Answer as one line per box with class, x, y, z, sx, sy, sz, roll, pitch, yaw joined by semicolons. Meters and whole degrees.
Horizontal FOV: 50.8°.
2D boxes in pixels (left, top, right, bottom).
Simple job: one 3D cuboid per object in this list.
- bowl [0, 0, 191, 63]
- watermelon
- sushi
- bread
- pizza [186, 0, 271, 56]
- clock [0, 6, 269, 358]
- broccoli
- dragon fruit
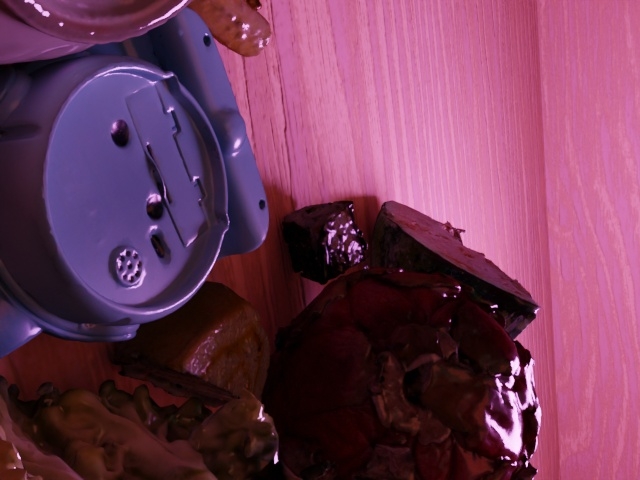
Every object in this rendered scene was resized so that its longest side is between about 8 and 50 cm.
bowl;-0.134;-0.199;0.325;0.337;0.157;0.337;-41;161;-18
watermelon;0.172;0.059;0.967;0.305;0.180;0.224;-125;-169;-62
sushi;0.001;-0.001;0.818;0.098;0.094;0.084;-28;112;-40
bread;-0.105;0.089;0.615;0.156;0.103;0.110;51;52;-58
pizza;-0.109;-0.340;0.595;0.182;0.074;0.365;-33;127;-29
clock;-0.154;-0.036;0.502;0.274;0.094;0.223;-52;131;-49
broccoli;-0.110;0.208;0.422;0.293;0.281;0.347;-54;134;-43
dragon fruit;0.089;0.181;0.766;0.329;0.329;0.329;-2;93;-61
